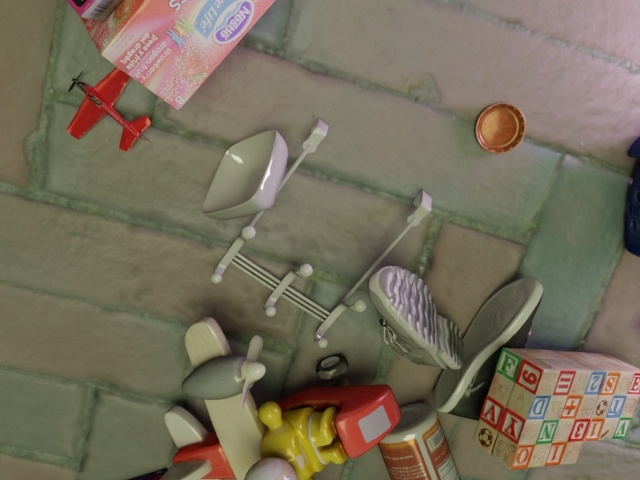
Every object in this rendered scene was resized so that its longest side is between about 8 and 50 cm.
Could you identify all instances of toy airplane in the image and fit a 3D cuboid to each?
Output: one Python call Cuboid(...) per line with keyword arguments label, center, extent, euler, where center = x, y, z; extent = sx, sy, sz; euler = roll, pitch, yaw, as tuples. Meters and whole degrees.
Cuboid(label="toy airplane", center=(-0.334, -0.203, 0.984), extent=(0.151, 0.028, 0.151), euler=(-1, 105, -3))
Cuboid(label="toy airplane", center=(-0.101, 0.356, 1.029), extent=(0.386, 0.272, 0.384), euler=(24, 102, -6))

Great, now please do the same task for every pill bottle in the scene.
Cuboid(label="pill bottle", center=(0.186, 0.419, 1.125), extent=(0.121, 0.121, 0.216), euler=(-20, 96, 3))

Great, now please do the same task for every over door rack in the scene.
Cuboid(label="over door rack", center=(0.000, 0.000, 1.019), extent=(0.239, 0.108, 0.324), euler=(34, 102, -12))

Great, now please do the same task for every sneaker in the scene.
Cuboid(label="sneaker", center=(0.139, 0.147, 1.025), extent=(0.115, 0.105, 0.281), euler=(-14, 137, 29))
Cuboid(label="sneaker", center=(0.336, 0.206, 1.103), extent=(0.146, 0.104, 0.296), euler=(26, 107, -14))

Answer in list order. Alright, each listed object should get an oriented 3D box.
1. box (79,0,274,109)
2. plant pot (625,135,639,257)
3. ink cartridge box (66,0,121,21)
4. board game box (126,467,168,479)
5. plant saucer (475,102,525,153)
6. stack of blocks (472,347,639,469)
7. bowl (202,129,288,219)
Cuboid(label="box", center=(-0.173, -0.356, 0.858), extent=(0.300, 0.154, 0.142), euler=(-46, 138, 9))
Cuboid(label="plant pot", center=(0.632, -0.081, 0.966), extent=(0.235, 0.236, 0.212), euler=(-11, 101, 1))
Cuboid(label="ink cartridge box", center=(-0.342, -0.469, 0.746), extent=(0.175, 0.069, 0.371), euler=(-39, 94, 15))
Cuboid(label="board game box", center=(-0.339, 0.627, 1.216), extent=(0.208, 0.056, 0.347), euler=(-17, 106, 6))
Cuboid(label="plant saucer", center=(0.297, -0.186, 1.028), extent=(0.083, 0.013, 0.084), euler=(-1, 105, -3))
Cuboid(label="stack of blocks", center=(0.415, 0.284, 1.060), extent=(0.297, 0.087, 0.171), euler=(9, 101, -33))
Cuboid(label="bowl", center=(-0.109, -0.094, 0.962), extent=(0.053, 0.142, 0.142), euler=(35, 59, -35))
